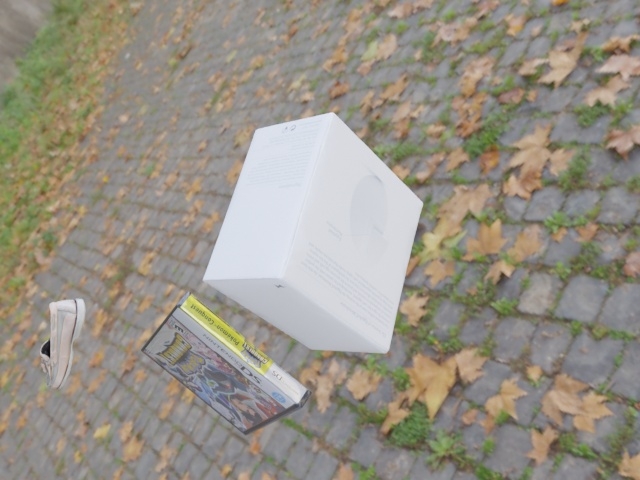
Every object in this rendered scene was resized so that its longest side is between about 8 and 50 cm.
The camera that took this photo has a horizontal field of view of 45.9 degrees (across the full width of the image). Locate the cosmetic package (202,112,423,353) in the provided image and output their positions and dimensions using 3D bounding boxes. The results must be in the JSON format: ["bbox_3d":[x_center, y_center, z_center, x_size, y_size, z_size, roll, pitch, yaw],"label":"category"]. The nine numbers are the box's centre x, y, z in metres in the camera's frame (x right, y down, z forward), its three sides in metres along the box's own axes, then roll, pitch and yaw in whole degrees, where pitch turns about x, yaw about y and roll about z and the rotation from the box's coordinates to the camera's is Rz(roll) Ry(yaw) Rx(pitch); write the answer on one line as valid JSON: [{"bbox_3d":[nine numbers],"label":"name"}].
[{"bbox_3d":[0.000,0.000,0.970,0.138,0.224,0.224,-6,58,39],"label":"cosmetic package"}]

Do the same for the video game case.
[{"bbox_3d":[-0.168,0.216,1.259,0.035,0.248,0.275,-53,5,-33],"label":"video game case"}]

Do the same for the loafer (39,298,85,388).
[{"bbox_3d":[-0.300,0.117,0.859,0.045,0.039,0.125,55,129,46],"label":"loafer"}]
